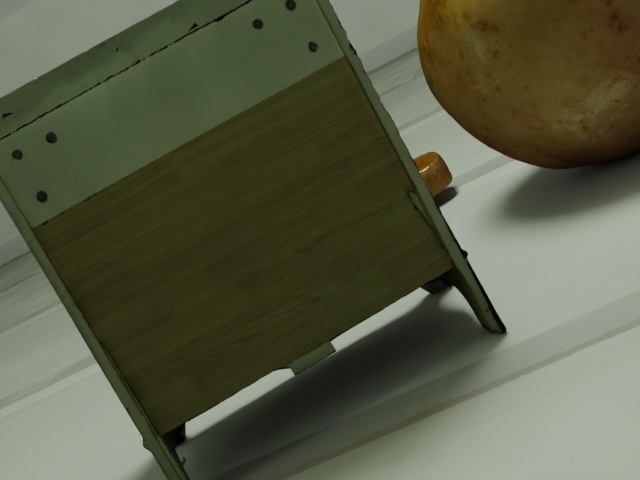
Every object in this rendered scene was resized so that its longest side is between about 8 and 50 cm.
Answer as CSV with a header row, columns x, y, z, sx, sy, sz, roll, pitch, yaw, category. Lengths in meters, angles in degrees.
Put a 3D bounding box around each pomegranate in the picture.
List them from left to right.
x,y,z,sx,sy,sz,roll,pitch,yaw,category
0.256,-0.218,1.205,0.338,0.338,0.338,-28,10,5,pomegranate

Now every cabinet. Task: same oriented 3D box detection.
x,y,z,sx,sy,sz,roll,pitch,yaw,category
-0.069,-0.019,0.990,0.290,0.318,0.227,-30,12,-5,cabinet

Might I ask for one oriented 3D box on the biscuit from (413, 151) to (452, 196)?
x,y,z,sx,sy,sz,roll,pitch,yaw,category
0.000,0.000,1.487,0.333,0.047,0.202,-30,11,4,biscuit
